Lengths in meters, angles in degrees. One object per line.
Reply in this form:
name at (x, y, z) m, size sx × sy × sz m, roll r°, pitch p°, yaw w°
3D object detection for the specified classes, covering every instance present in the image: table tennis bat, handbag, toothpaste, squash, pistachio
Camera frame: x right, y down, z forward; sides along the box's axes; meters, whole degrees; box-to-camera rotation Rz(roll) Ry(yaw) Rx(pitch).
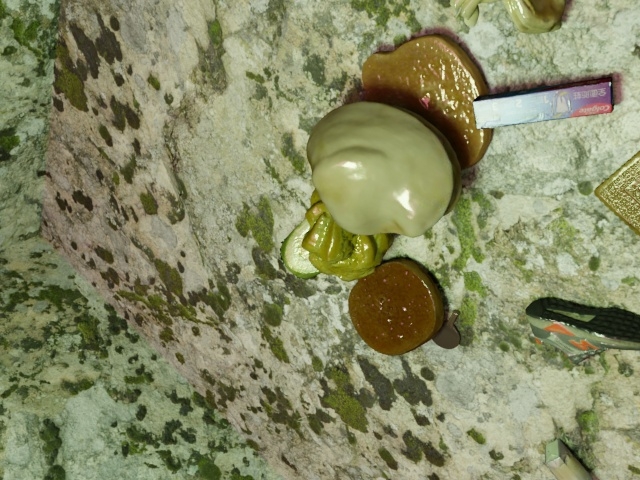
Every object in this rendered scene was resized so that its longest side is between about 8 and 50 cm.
table tennis bat at (0.387, 0.312, 2.017) m, size 0.107 × 0.119 × 0.170 m, roll 31°, pitch 131°, yaw 19°
handbag at (0.765, 0.717, 1.939) m, size 0.095 × 0.117 × 0.173 m, roll -41°, pitch 88°, yaw 25°
toothpaste at (0.539, -0.333, 1.533) m, size 0.320 × 0.066 × 0.076 m, roll -2°, pitch 113°, yaw 27°
squash at (0.000, 0.000, 2.108) m, size 0.189 × 0.189 × 0.260 m, roll 53°, pitch 137°, yaw 2°
pistachio at (0.161, -0.186, 1.714) m, size 0.445 × 0.281 × 0.365 m, roll 29°, pitch 113°, yaw 13°

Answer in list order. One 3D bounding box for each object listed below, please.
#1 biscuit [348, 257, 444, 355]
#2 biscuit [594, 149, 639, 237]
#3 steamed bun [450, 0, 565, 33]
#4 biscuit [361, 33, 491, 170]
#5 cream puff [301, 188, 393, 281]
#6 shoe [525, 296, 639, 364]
biscuit at (0.240, 0.209, 2.108) m, size 0.394 × 0.070 × 0.350 m, roll -35°, pitch 82°, yaw 47°
biscuit at (0.812, -0.082, 1.518) m, size 0.254 × 0.029 × 0.172 m, roll 45°, pitch 133°, yaw 9°
steamed bun at (0.383, -0.646, 1.416) m, size 0.189 × 0.247 × 0.428 m, roll -1°, pitch 116°, yaw 55°
biscuit at (0.295, -0.368, 1.749) m, size 0.365 × 0.062 × 0.385 m, roll -5°, pitch 112°, yaw 39°
cream puff at (0.090, -0.023, 1.944) m, size 0.274 × 0.270 × 0.323 m, roll 10°, pitch 96°, yaw 7°
shoe at (0.732, 0.275, 1.720) m, size 0.336 × 0.132 × 0.171 m, roll 11°, pitch 125°, yaw 37°
